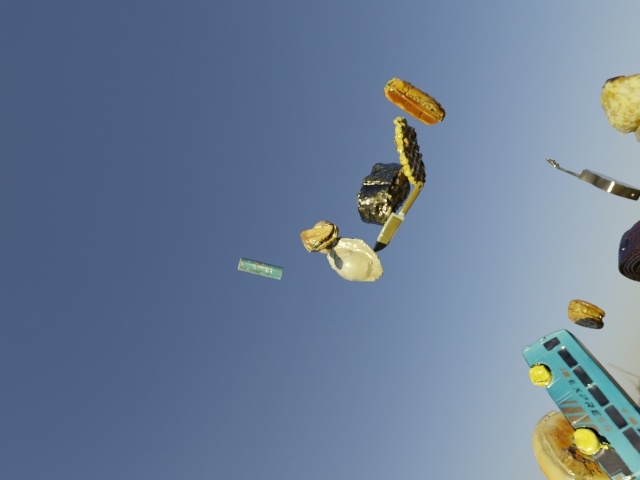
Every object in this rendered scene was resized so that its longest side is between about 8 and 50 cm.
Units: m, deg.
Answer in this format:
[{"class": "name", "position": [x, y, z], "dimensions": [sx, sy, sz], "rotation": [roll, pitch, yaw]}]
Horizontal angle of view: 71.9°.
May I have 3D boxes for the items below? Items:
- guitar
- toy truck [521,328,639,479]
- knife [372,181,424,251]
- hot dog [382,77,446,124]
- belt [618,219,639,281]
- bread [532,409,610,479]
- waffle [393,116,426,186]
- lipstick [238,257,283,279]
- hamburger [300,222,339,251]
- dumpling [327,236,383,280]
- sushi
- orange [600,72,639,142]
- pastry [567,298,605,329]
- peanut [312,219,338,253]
[{"class": "guitar", "position": [0.566, -0.140, 0.940], "dimensions": [0.088, 0.233, 0.025], "rotation": [9, -65, -20]}, {"class": "toy truck", "position": [0.658, 0.396, 1.066], "dimensions": [0.161, 0.385, 0.162], "rotation": [35, -70, -29]}, {"class": "knife", "position": [0.305, -0.091, 1.773], "dimensions": [0.061, 0.027, 0.343], "rotation": [22, -73, -23]}, {"class": "hot dog", "position": [0.345, -0.501, 1.593], "dimensions": [0.268, 0.115, 0.072], "rotation": [24, -94, -30]}, {"class": "belt", "position": [1.029, 0.029, 1.323], "dimensions": [0.289, 0.184, 0.164], "rotation": [87, -155, -60]}, {"class": "bread", "position": [0.774, 0.687, 1.327], "dimensions": [0.191, 0.314, 0.172], "rotation": [-22, -56, -27]}, {"class": "waffle", "position": [0.391, -0.379, 1.914], "dimensions": [0.307, 0.060, 0.312], "rotation": [-2, -99, -63]}, {"class": "lipstick", "position": [-0.216, 0.101, 1.593], "dimensions": [0.157, 0.048, 0.048], "rotation": [14, -86, -7]}, {"class": "hamburger", "position": [-0.004, 0.006, 1.818], "dimensions": [0.087, 0.175, 0.102], "rotation": [53, -149, -46]}, {"class": "dumpling", "position": [0.144, 0.072, 1.808], "dimensions": [0.147, 0.257, 0.193], "rotation": [-36, -40, -48]}, {"class": "sushi", "position": [0.288, -0.213, 1.941], "dimensions": [0.350, 0.170, 0.211], "rotation": [-54, -42, -43]}, {"class": "orange", "position": [0.952, -0.355, 1.148], "dimensions": [0.270, 0.368, 0.211], "rotation": [-9, -90, -65]}, {"class": "pastry", "position": [0.784, 0.218, 1.302], "dimensions": [0.057, 0.109, 0.097], "rotation": [-60, -7, -15]}, {"class": "peanut", "position": [0.019, -0.014, 1.933], "dimensions": [0.109, 0.140, 0.159], "rotation": [-42, -41, -41]}]
